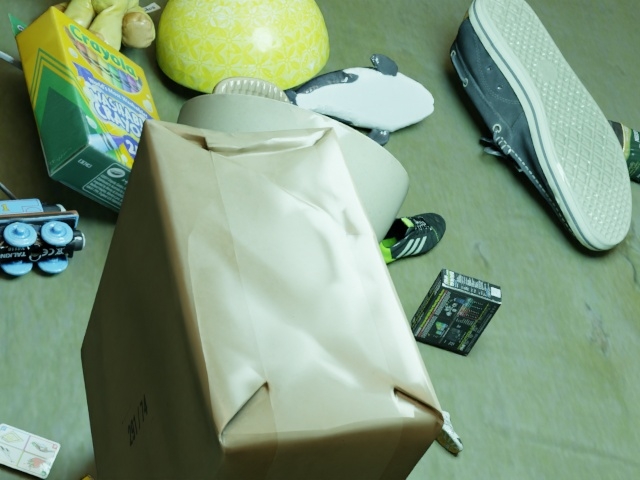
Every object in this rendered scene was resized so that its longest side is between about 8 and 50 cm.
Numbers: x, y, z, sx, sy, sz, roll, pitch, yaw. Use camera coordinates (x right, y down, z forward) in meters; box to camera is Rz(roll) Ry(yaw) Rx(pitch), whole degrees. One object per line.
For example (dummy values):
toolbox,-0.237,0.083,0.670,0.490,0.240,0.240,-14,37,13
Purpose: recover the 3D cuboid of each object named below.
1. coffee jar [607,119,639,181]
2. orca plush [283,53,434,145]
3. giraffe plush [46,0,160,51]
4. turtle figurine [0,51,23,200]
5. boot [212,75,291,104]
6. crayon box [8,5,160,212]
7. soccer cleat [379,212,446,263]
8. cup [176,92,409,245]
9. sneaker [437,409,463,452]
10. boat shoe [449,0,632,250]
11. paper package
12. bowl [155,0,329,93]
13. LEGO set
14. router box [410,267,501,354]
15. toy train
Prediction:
coffee jar,0.579,-0.150,2.090,0.184,0.079,0.096,16,46,-9
orca plush,0.045,-0.226,1.945,0.287,0.102,0.151,-20,105,-24
giraffe plush,-0.335,-0.408,1.822,0.181,0.171,0.210,23,44,22
turtle figurine,-0.497,-0.219,1.534,0.274,0.266,0.198,23,72,3
boot,-0.105,-0.179,1.717,0.248,0.090,0.206,21,-4,-40
crayon box,-0.322,-0.194,1.662,0.203,0.083,0.323,32,28,-51
soccer cleat,0.135,-0.010,1.775,0.179,0.072,0.060,-23,63,-37
cup,-0.071,-0.015,1.558,0.331,0.331,0.237,20,75,-6
sneaker,0.170,0.252,1.586,0.037,0.032,0.083,-28,66,-39
boat shoe,0.372,-0.195,1.995,0.186,0.156,0.500,-12,68,-38
paper package,-0.074,0.115,0.937,0.168,0.325,0.310,-1,51,-24
bowl,-0.129,-0.371,1.863,0.289,0.156,0.289,0,39,0
LEGO set,-0.381,0.274,1.310,0.244,0.060,0.182,21,49,-5
router box,0.193,0.104,1.665,0.092,0.122,0.038,18,42,-10
toy train,-0.408,-0.010,1.535,0.184,0.080,0.105,-6,48,-28
